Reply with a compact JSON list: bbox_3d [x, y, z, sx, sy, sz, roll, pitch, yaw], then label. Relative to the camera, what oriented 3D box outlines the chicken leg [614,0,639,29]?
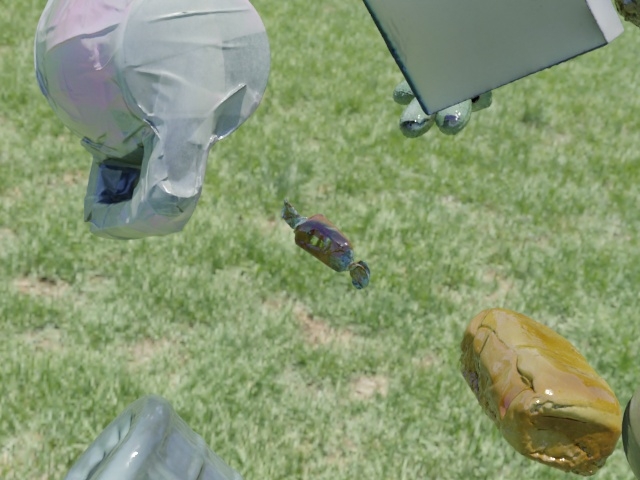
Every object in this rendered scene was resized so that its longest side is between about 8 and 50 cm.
[{"bbox_3d":[0.262,-0.270,0.736,0.125,0.196,0.080,-11,1,-35],"label":"chicken leg"}]

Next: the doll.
[{"bbox_3d":[0.126,-0.141,0.858,0.115,0.077,0.150,-11,32,39],"label":"doll"}]

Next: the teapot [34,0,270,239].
[{"bbox_3d":[-0.138,-0.117,0.683,0.163,0.221,0.178,39,-10,-29],"label":"teapot"}]

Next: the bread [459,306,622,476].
[{"bbox_3d":[0.299,0.201,1.257,0.167,0.132,0.294,25,11,-12],"label":"bread"}]

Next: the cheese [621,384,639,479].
[{"bbox_3d":[0.413,0.230,0.976,0.175,0.091,0.202,34,37,13],"label":"cheese"}]

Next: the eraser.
[{"bbox_3d":[0.095,-0.143,0.540,0.023,0.104,0.150,-39,14,-35],"label":"eraser"}]

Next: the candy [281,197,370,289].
[{"bbox_3d":[0.000,0.000,1.220,0.046,0.053,0.182,-15,47,-46],"label":"candy"}]

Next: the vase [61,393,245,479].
[{"bbox_3d":[-0.015,0.218,0.502,0.299,0.143,0.143,42,19,-12],"label":"vase"}]
